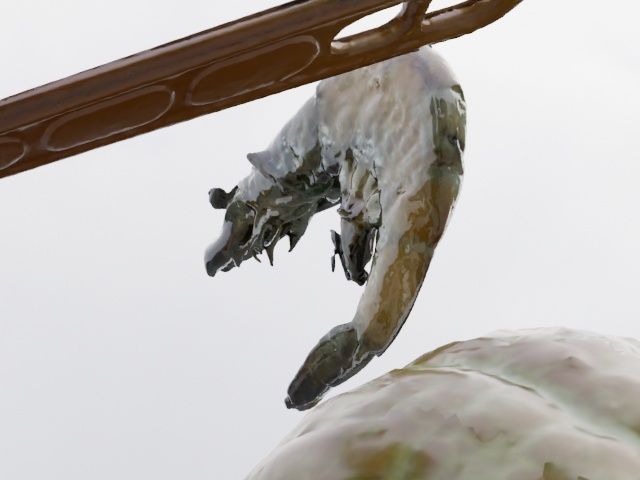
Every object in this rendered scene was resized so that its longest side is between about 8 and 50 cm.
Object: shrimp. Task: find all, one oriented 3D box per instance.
[{"bbox_3d":[0.000,0.000,0.854,0.051,0.150,0.217,12,-26,-27],"label":"shrimp"}]

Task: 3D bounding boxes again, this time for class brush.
[{"bbox_3d":[-0.077,-0.026,0.470,0.314,0.017,0.090,-20,-18,-18],"label":"brush"}]

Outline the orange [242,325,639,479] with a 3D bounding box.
[{"bbox_3d":[0.093,0.189,0.652,0.329,0.329,0.249,22,-23,-36],"label":"orange"}]
